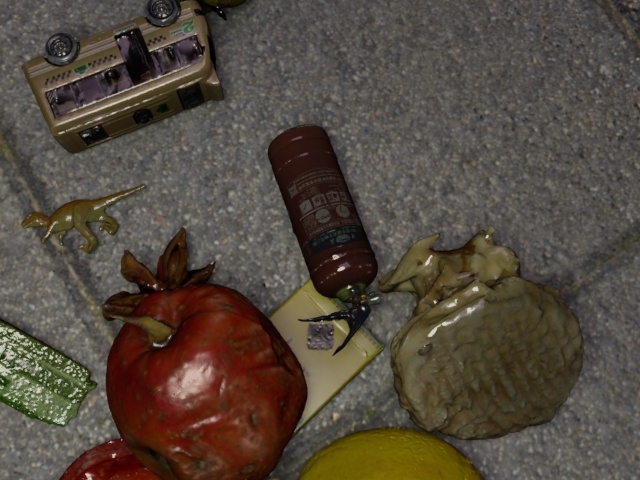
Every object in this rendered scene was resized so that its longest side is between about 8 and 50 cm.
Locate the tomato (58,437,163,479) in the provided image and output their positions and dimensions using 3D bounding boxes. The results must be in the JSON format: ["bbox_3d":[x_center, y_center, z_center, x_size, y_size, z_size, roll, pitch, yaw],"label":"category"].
[{"bbox_3d":[-0.263,0.393,1.041,0.200,0.140,0.233,10,39,-4],"label":"tomato"}]

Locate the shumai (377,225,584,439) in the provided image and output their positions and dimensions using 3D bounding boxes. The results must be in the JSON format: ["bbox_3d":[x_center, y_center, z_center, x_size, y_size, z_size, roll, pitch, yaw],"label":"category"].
[{"bbox_3d":[0.209,0.124,1.136,0.267,0.262,0.314,-46,123,12],"label":"shumai"}]

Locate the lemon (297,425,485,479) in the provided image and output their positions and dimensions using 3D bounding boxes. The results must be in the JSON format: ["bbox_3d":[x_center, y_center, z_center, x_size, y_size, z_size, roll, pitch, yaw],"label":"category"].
[{"bbox_3d":[0.099,0.359,1.020,0.263,0.236,0.236,-2,73,-21],"label":"lemon"}]

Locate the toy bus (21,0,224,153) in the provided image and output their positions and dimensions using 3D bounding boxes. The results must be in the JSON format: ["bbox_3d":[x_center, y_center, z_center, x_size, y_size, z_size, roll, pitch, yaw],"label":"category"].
[{"bbox_3d":[-0.296,-0.255,1.224,0.289,0.139,0.157,-23,80,-7],"label":"toy bus"}]

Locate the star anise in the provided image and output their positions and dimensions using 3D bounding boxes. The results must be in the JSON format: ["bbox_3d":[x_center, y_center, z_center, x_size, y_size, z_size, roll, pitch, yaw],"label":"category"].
[{"bbox_3d":[-0.229,0.098,1.141,0.196,0.111,0.212,46,45,-9],"label":"star anise"}]

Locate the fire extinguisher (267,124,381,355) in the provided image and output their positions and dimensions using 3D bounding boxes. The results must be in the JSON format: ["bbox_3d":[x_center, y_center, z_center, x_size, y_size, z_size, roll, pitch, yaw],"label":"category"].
[{"bbox_3d":[0.000,0.000,1.156,0.137,0.102,0.344,-14,66,-13],"label":"fire extinguisher"}]

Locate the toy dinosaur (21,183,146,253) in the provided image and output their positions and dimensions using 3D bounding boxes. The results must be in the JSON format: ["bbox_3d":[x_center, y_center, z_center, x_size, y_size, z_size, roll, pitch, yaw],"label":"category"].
[{"bbox_3d":[-0.368,-0.052,1.214,0.126,0.039,0.162,31,74,8],"label":"toy dinosaur"}]

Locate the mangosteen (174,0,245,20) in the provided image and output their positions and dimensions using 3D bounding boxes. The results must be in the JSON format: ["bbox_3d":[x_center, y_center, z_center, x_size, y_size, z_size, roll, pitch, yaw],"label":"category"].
[{"bbox_3d":[-0.196,-0.479,1.262,0.242,0.243,0.243,1,74,-2],"label":"mangosteen"}]

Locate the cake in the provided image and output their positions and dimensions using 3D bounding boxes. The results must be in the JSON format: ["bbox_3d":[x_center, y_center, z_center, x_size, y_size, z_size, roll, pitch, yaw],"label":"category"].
[{"bbox_3d":[-0.446,0.176,1.115,0.235,0.099,0.100,28,77,5],"label":"cake"}]

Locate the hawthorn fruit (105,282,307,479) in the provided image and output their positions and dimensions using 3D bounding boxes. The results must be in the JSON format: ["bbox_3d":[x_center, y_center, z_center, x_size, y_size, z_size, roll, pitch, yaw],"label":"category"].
[{"bbox_3d":[-0.145,0.186,1.007,0.258,0.258,0.262,2,110,-2],"label":"hawthorn fruit"}]

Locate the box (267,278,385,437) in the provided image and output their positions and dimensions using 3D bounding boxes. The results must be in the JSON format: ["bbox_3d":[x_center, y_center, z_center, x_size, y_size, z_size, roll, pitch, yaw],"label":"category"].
[{"bbox_3d":[-0.056,0.198,1.154,0.279,0.041,0.153,-42,78,-13],"label":"box"}]
